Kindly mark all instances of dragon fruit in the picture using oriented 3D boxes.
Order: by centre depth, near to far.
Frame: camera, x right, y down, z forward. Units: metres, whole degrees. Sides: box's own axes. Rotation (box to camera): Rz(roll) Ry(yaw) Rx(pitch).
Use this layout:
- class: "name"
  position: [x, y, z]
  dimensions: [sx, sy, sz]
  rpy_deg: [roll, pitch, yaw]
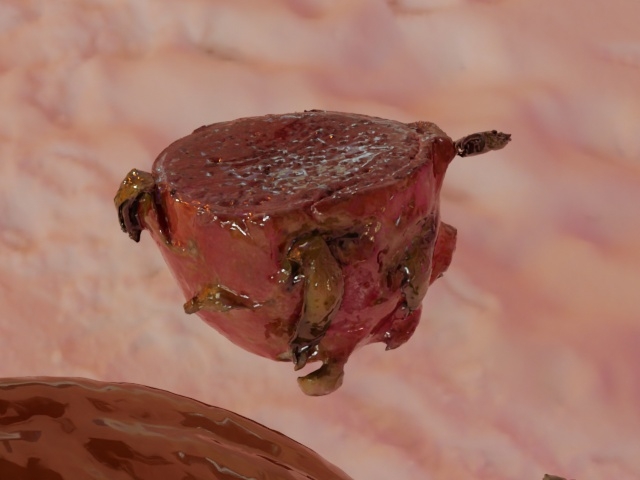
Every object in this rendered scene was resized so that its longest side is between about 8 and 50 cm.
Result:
- class: "dragon fruit"
  position: [0.000, 0.000, 0.817]
  dimensions: [0.282, 0.147, 0.211]
  rpy_deg: [-8, 26, -8]

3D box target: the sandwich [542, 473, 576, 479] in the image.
- class: "sandwich"
  position: [0.225, 0.295, 0.715]
  dimensions: [0.325, 0.131, 0.262]
  rpy_deg: [40, 22, 26]

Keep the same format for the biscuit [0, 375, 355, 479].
- class: "biscuit"
  position: [-0.068, 0.166, 0.233]
  dimensions: [0.350, 0.078, 0.455]
  rpy_deg: [48, 28, 20]
